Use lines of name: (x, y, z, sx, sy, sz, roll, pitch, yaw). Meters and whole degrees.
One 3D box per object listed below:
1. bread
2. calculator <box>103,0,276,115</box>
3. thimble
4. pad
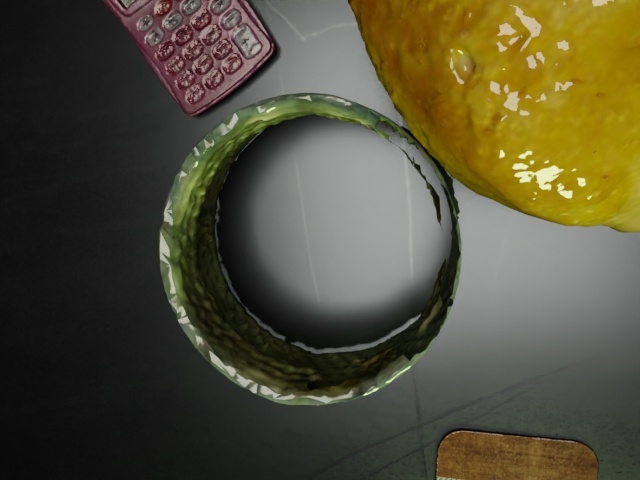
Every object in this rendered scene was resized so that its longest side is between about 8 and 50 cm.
bread: (0.217, -0.201, 0.353, 0.394, 0.250, 0.361, -34, 73, 13)
calculator: (-0.143, -0.236, 0.556, 0.126, 0.034, 0.190, -34, 97, 12)
thimble: (0.000, 0.000, 0.502, 0.270, 0.150, 0.271, 2, 98, 10)
pad: (0.278, 0.337, 0.548, 0.323, 0.055, 0.250, 6, 99, 27)
